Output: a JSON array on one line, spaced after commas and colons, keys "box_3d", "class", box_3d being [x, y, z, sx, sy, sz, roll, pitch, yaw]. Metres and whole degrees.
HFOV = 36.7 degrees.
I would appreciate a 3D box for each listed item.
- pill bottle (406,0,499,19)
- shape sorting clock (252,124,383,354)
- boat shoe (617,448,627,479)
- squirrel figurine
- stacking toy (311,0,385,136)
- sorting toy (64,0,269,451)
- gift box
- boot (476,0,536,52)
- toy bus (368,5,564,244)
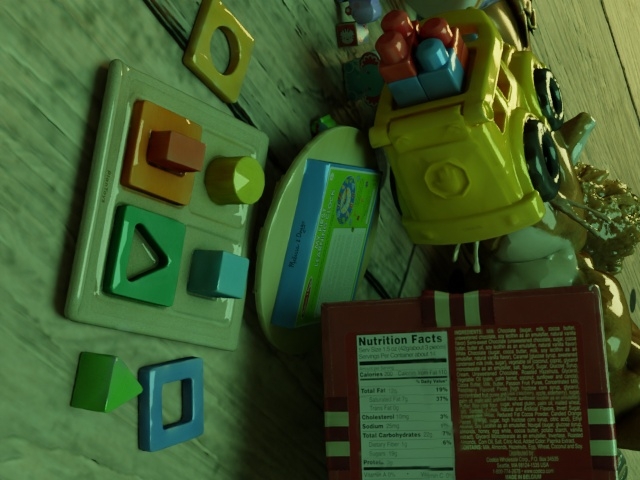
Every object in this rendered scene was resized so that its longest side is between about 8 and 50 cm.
[{"box_3d": [0.187, -0.317, 1.009, 0.216, 0.121, 0.121, -30, 120, -28], "class": "pill bottle"}, {"box_3d": [0.000, 0.000, 0.852, 0.206, 0.040, 0.206, -47, 145, -48], "class": "shape sorting clock"}, {"box_3d": [0.313, 0.332, 1.234, 0.123, 0.116, 0.324, -46, 144, -23], "class": "boat shoe"}, {"box_3d": [0.250, 0.034, 1.125, 0.397, 0.281, 0.370, -47, 121, -65], "class": "squirrel figurine"}, {"box_3d": [0.044, -0.191, 0.916, 0.167, 0.052, 0.221, -32, 119, -53], "class": "stacking toy"}, {"box_3d": [-0.094, -0.019, 0.708, 0.196, 0.047, 0.347, 22, 73, -56], "class": "sorting toy"}, {"box_3d": [0.127, 0.181, 0.841, 0.258, 0.255, 0.276, 26, 65, -75], "class": "gift box"}, {"box_3d": [0.225, -0.232, 1.177, 0.283, 0.109, 0.220, 26, 66, -48], "class": "boot"}, {"box_3d": [0.123, -0.138, 0.898, 0.211, 0.149, 0.220, 56, 36, -35], "class": "toy bus"}]
